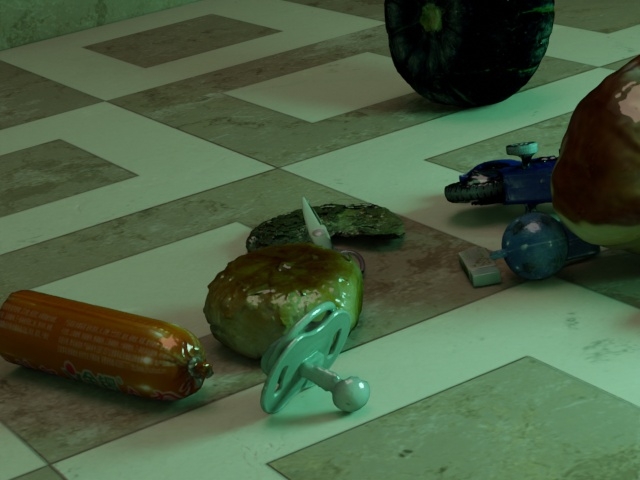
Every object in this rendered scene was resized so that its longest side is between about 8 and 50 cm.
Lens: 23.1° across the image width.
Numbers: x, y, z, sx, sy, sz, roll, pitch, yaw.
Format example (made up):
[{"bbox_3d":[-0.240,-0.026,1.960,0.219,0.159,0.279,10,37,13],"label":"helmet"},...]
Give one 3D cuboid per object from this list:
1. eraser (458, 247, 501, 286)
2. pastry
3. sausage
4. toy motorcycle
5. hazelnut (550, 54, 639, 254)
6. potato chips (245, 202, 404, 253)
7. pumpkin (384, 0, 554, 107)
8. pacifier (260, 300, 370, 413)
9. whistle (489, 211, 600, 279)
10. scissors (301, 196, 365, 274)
[{"bbox_3d":[0.198,0.033,1.949,0.038,0.019,0.083,-9,20,-5],"label":"eraser"},{"bbox_3d":[-0.037,0.068,1.843,0.182,0.093,0.192,2,22,20],"label":"pastry"},{"bbox_3d":[-0.238,0.123,1.777,0.312,0.093,0.093,10,27,38],"label":"sausage"},{"bbox_3d":[0.317,-0.084,2.103,0.315,0.113,0.169,-4,8,34],"label":"toy motorcycle"},{"bbox_3d":[0.405,-0.086,1.846,0.261,0.261,0.241,-16,15,-21],"label":"hazelnut"},{"bbox_3d":[0.006,-0.012,2.131,0.220,0.029,0.202,-5,20,10],"label":"potato chips"},{"bbox_3d":[0.255,-0.375,2.618,0.315,0.315,0.238,8,19,38],"label":"pumpkin"},{"bbox_3d":[0.004,0.133,1.653,0.116,0.127,0.150,32,31,24],"label":"pacifier"},{"bbox_3d":[0.278,0.003,1.909,0.158,0.090,0.090,-13,21,-15],"label":"whistle"},{"bbox_3d":[0.000,0.000,2.045,0.085,0.022,0.176,-15,41,-6],"label":"scissors"}]
